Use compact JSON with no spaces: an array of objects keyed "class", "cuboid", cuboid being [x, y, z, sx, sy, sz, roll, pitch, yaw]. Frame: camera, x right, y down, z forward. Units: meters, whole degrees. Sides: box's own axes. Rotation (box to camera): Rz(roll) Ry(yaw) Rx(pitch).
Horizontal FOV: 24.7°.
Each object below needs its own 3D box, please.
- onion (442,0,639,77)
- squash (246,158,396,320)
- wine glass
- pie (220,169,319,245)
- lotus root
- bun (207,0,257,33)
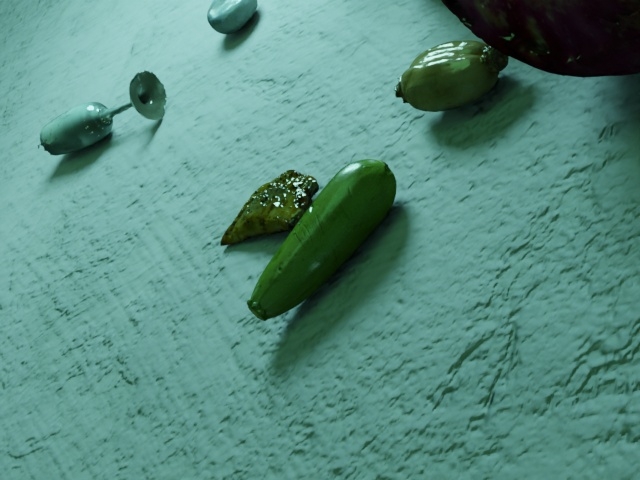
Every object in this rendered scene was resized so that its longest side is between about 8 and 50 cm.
[{"class":"onion","cuboid":[0.236,-0.318,1.254,0.358,0.358,0.345,-32,-8,29]},{"class":"squash","cuboid":[0.000,0.000,1.452,0.201,0.066,0.066,-48,29,3]},{"class":"wine glass","cuboid":[-0.320,-0.174,2.103,0.262,0.074,0.074,-17,43,46]},{"class":"pie","cuboid":[-0.051,-0.036,1.601,0.170,0.034,0.092,-5,53,59]},{"class":"lotus root","cuboid":[0.127,-0.163,1.472,0.150,0.062,0.073,-11,39,49]},{"class":"bun","cuboid":[-0.119,-0.316,2.011,0.083,0.045,0.083,-31,36,26]}]
